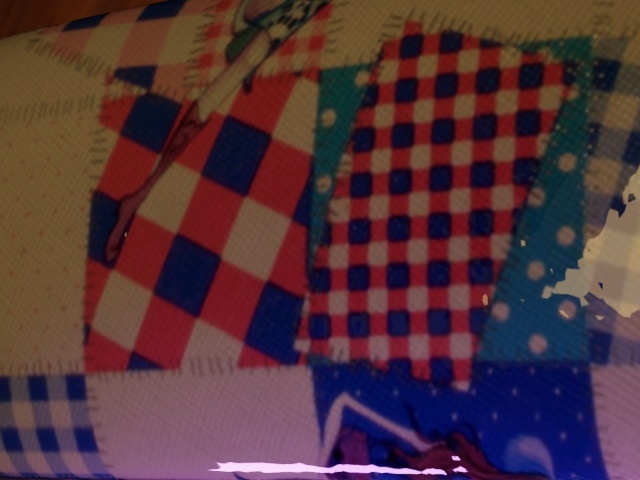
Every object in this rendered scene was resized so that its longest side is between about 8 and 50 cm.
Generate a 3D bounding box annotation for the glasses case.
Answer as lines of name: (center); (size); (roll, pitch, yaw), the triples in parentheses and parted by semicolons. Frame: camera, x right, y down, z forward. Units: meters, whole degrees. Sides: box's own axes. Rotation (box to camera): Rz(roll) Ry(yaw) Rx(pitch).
glasses case: (0.000, 0.000, 0.458); (0.327, 0.076, 0.125); (-4, 81, 36)
